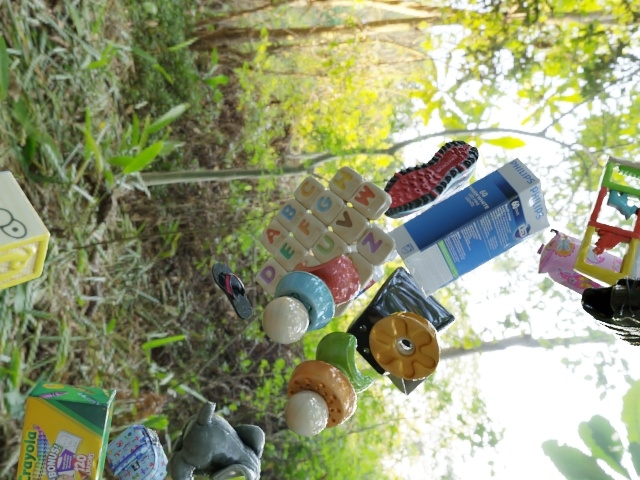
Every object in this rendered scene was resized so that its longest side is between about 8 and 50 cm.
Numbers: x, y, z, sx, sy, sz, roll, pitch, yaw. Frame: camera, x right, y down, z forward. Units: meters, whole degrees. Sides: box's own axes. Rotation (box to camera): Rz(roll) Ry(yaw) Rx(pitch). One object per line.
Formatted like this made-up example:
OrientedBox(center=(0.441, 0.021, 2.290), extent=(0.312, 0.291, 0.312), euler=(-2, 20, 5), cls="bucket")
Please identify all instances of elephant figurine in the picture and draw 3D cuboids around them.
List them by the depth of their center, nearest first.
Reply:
OrientedBox(center=(-0.192, 0.472, 1.191), extent=(0.186, 0.239, 0.169), euler=(-36, -151, 63), cls="elephant figurine")

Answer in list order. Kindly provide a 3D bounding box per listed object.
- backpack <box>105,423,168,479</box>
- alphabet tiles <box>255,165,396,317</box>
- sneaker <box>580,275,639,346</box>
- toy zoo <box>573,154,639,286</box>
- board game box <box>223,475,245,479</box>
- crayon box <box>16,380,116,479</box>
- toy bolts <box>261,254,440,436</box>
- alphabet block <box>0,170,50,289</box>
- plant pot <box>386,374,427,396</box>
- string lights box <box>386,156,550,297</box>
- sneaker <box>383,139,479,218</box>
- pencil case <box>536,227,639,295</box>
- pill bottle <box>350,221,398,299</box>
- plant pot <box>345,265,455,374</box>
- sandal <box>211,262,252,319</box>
OrientedBox(center=(-0.559, 0.676, 1.688), extent=(0.173, 0.158, 0.117), euler=(48, -10, 35), cls="backpack")
OrientedBox(center=(0.000, 0.000, 1.014), extent=(0.021, 0.284, 0.278), euler=(33, 8, -47), cls="alphabet tiles")
OrientedBox(center=(0.527, 0.103, 0.847), extent=(0.286, 0.130, 0.109), euler=(-37, -150, 64), cls="sneaker")
OrientedBox(center=(0.620, -0.008, 1.075), extent=(0.030, 0.192, 0.293), euler=(54, 57, -70), cls="toy zoo")
OrientedBox(center=(-0.155, 0.519, 0.982), extent=(0.092, 0.043, 0.181), euler=(53, -43, 49), cls="board game box")
OrientedBox(center=(-0.561, 0.460, 1.212), extent=(0.081, 0.166, 0.278), euler=(-126, -133, -77), cls="crayon box")
OrientedBox(center=(0.024, 0.140, 0.736), extent=(0.158, 0.218, 0.228), euler=(-39, 107, -55), cls="toy bolts")
OrientedBox(center=(-0.763, -0.011, 1.255), extent=(0.197, 0.192, 0.193), euler=(53, -44, 15), cls="alphabet block")
OrientedBox(center=(0.227, 0.337, 1.511), extent=(0.096, 0.109, 0.109), euler=(19, -46, 47), cls="plant pot")
OrientedBox(center=(0.263, -0.018, 0.974), extent=(0.133, 0.260, 0.076), euler=(54, 8, -45), cls="string lights box")
OrientedBox(center=(0.233, -0.099, 1.152), extent=(0.104, 0.262, 0.125), euler=(42, -28, 34), cls="sneaker")
OrientedBox(center=(0.640, 0.083, 1.266), extent=(0.124, 0.284, 0.124), euler=(-57, 165, -25), cls="pencil case")
OrientedBox(center=(0.057, 0.063, 1.184), extent=(0.124, 0.221, 0.124), euler=(50, 6, -7), cls="pill bottle")
OrientedBox(center=(0.168, 0.204, 1.308), extent=(0.188, 0.167, 0.187), euler=(45, -56, 15), cls="plant pot")
OrientedBox(center=(-0.237, 0.133, 1.528), extent=(0.040, 0.067, 0.179), euler=(-42, -104, 42), cls="sandal")
